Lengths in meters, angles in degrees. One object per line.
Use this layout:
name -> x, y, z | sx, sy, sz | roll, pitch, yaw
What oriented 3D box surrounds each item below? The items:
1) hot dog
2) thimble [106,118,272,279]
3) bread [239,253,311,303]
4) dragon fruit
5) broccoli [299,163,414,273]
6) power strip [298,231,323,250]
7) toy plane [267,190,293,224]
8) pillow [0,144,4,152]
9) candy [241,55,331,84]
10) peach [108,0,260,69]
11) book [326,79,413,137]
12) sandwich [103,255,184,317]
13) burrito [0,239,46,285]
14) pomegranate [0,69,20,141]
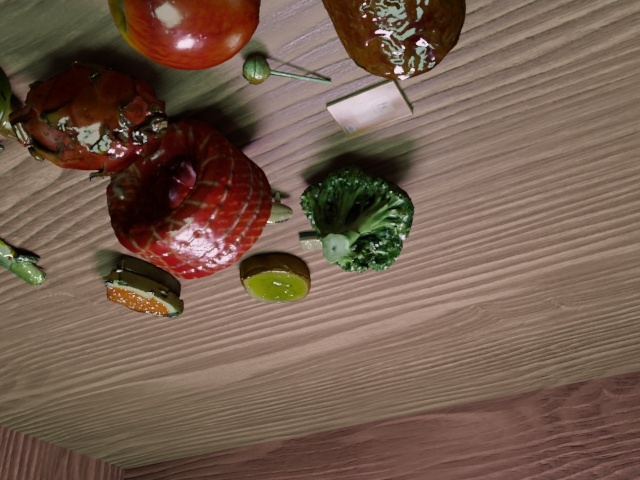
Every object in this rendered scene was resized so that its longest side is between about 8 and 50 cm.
hot dog -> 0.113, -0.473, 1.182 | 0.267, 0.174, 0.387 | -14, 135, 14
thimble -> -0.309, -0.099, 1.585 | 0.350, 0.350, 0.230 | -18, 147, 24
bread -> -0.143, 0.124, 2.140 | 0.236, 0.070, 0.236 | 0, 147, 0
dragon fruit -> -0.484, -0.257, 1.442 | 0.315, 0.250, 0.250 | -27, 140, 11
broccoli -> 0.091, -0.044, 1.715 | 0.308, 0.275, 0.307 | 7, 115, 15
power strip -> 0.000, 0.000, 1.991 | 0.123, 0.032, 0.056 | -6, 147, 7
toy plane -> -0.192, -0.081, 1.797 | 0.244, 0.092, 0.229 | -6, -177, -17
pillow -> -0.910, -0.219, 1.637 | 0.208, 0.052, 0.212 | 26, 140, -37
candy -> -0.071, -0.357, 1.460 | 0.202, 0.061, 0.061 | 4, 146, -22
peach -> -0.229, -0.432, 1.181 | 0.281, 0.238, 0.281 | -16, 122, -27
book -> 0.114, -0.303, 1.564 | 0.172, 0.012, 0.118 | -17, 143, 23
sandwich -> -0.569, 0.156, 2.155 | 0.292, 0.109, 0.212 | 22, 147, -25
burrito -> -0.924, 0.055, 2.044 | 0.104, 0.054, 0.288 | -15, 142, 17
pomegranate -> -0.762, -0.275, 1.466 | 0.190, 0.159, 0.241 | -8, 150, 11
